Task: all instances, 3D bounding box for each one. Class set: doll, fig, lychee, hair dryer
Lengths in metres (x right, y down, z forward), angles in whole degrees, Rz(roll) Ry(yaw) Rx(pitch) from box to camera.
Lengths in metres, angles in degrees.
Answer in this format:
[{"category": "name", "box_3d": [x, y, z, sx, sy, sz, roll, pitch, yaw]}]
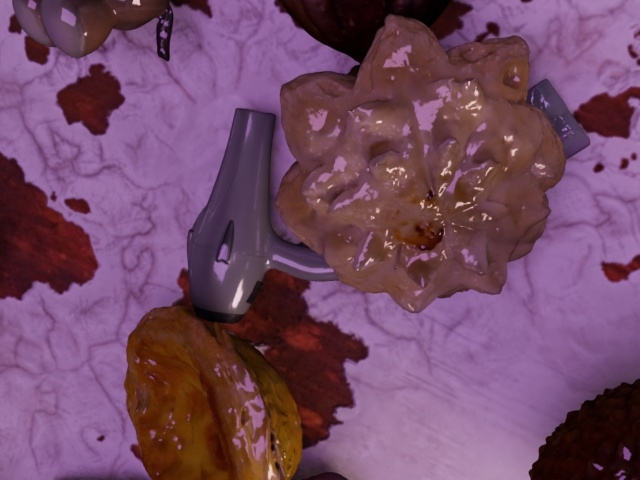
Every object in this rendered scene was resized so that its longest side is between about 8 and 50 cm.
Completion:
[{"category": "doll", "box_3d": [-0.214, -0.349, 1.039, 0.174, 0.235, 0.329, -7, 113, -26]}, {"category": "fig", "box_3d": [0.046, -0.241, 0.989, 0.204, 0.186, 0.249, -7, 108, -2]}, {"category": "lychee", "box_3d": [0.328, 0.254, 0.965, 0.276, 0.275, 0.304, 19, 142, 11]}, {"category": "hair dryer", "box_3d": [-0.017, -0.034, 1.113, 0.267, 0.092, 0.229, -7, 94, 3]}]

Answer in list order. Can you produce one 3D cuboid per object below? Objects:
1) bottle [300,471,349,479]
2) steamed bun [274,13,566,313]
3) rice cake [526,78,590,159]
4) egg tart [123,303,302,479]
[{"category": "bottle", "box_3d": [-0.051, 0.344, 1.168, 0.233, 0.110, 0.110, -36, 90, 20]}, {"category": "steamed bun", "box_3d": [0.091, -0.058, 0.959, 0.292, 0.137, 0.295, 36, 117, -20]}, {"category": "rice cake", "box_3d": [0.159, -0.068, 1.060, 0.222, 0.042, 0.080, -35, 94, 18]}, {"category": "egg tart", "box_3d": [-0.105, 0.197, 1.113, 0.295, 0.116, 0.294, 28, 125, 48]}]
